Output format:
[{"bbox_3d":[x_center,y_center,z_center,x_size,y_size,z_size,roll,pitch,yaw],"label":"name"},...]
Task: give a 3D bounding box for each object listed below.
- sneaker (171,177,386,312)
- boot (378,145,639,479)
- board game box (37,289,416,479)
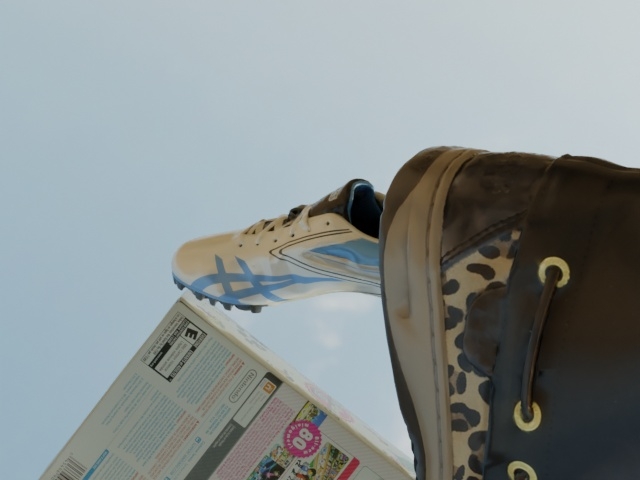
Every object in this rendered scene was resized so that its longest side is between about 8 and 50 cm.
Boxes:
[{"bbox_3d":[0.000,0.000,0.916,0.237,0.086,0.085,-3,-161,30],"label":"sneaker"},{"bbox_3d":[0.196,0.124,0.684,0.284,0.377,0.138,-4,-168,36],"label":"boot"},{"bbox_3d":[-0.074,0.225,1.258,0.303,0.224,0.097,38,-177,-3],"label":"board game box"}]
